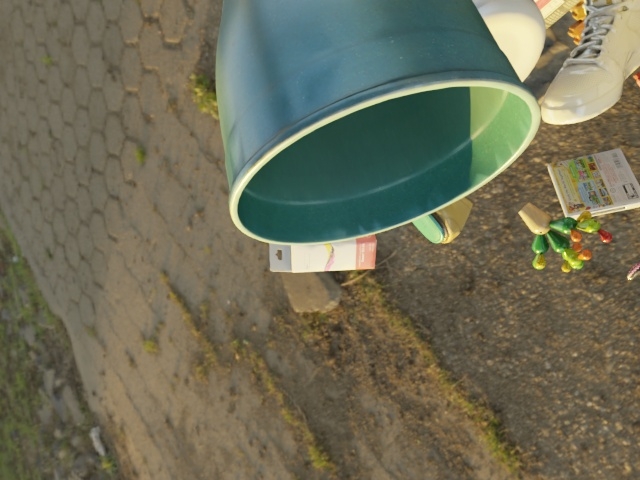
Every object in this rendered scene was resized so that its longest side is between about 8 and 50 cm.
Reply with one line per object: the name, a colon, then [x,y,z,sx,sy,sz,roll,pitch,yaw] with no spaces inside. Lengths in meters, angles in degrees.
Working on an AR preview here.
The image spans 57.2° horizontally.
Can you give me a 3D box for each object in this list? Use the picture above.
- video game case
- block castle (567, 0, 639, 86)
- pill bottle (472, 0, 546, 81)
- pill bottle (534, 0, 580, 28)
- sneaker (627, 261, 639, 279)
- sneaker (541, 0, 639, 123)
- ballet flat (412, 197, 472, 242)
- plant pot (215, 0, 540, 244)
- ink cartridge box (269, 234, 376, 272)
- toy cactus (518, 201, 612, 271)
video game case: [0.784,-0.162,1.681,0.206,0.026,0.227,-12,46,15]
block castle: [0.680,-0.465,1.268,0.212,0.303,0.453,-38,109,26]
pill bottle: [0.145,-0.365,0.846,0.210,0.210,0.363,-46,53,40]
pill bottle: [0.400,-0.479,1.076,0.278,0.162,0.162,-38,70,39]
sneaker: [0.885,0.074,1.575,0.119,0.047,0.057,-40,81,16]
sneaker: [0.398,-0.301,0.857,0.108,0.292,0.169,12,135,43]
ballet flat: [0.093,-0.097,0.726,0.232,0.073,0.080,46,163,-3]
plant pot: [0.023,-0.167,0.547,0.271,0.271,0.256,-35,64,44]
ink cartridge box: [0.000,0.000,1.123,0.115,0.198,0.067,-100,8,-56]
toy cactus: [0.523,-0.017,1.301,0.180,0.112,0.219,47,161,8]
